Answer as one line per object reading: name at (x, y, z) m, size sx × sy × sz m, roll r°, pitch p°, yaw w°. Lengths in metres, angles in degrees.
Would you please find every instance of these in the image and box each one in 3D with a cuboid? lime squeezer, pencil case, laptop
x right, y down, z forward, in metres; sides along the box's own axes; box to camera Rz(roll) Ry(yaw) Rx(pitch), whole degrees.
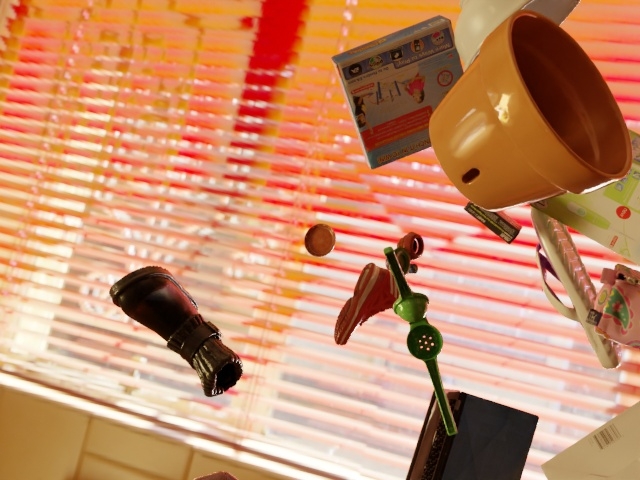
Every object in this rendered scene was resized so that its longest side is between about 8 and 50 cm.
lime squeezer at (0.141, 0.134, 1.220) m, size 0.059 × 0.310 × 0.110 m, roll -12°, pitch 19°, yaw 23°
pencil case at (0.560, 0.124, 1.238) m, size 0.284 × 0.124 × 0.124 m, roll 18°, pitch -6°, yaw 20°
laptop at (0.425, 0.642, 2.324) m, size 0.236 × 0.382 × 0.408 m, roll 16°, pitch -5°, yaw 26°

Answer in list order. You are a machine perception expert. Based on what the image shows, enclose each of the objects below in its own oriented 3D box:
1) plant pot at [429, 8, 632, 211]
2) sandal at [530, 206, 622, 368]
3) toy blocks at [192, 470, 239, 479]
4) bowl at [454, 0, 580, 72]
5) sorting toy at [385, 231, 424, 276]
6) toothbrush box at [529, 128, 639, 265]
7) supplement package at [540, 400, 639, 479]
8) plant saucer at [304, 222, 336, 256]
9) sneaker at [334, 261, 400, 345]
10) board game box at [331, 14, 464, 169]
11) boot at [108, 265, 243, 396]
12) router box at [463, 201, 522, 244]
plant pot at (0.309, -0.175, 1.260) m, size 0.291 × 0.291 × 0.203 m, roll 19°, pitch -38°, yaw -35°
sandal at (0.539, 0.107, 1.800) m, size 0.102 × 0.416 × 0.169 m, roll -26°, pitch 2°, yaw 26°
toy blocks at (-0.227, 0.438, 0.912) m, size 0.260 × 0.309 × 0.288 m, roll 19°, pitch 35°, yaw -18°
bowl at (0.372, -0.463, 1.614) m, size 0.134 × 0.298 × 0.298 m, roll 55°, pitch 0°, yaw 12°
sorting toy at (0.133, 0.028, 1.351) m, size 0.042 × 0.061 × 0.102 m, roll -1°, pitch 29°, yaw 42°
toothbrush box at (0.593, -0.111, 1.660) m, size 0.283 × 0.122 × 0.206 m, roll 32°, pitch -45°, yaw 20°
supplement package at (0.567, 0.435, 1.444) m, size 0.145 × 0.262 × 0.204 m, roll 44°, pitch 15°, yaw -30°
plant saucer at (0.000, 0.000, 1.987) m, size 0.083 × 0.083 × 0.013 m, roll 10°, pitch -6°, yaw 26°
sneaker at (0.128, 0.172, 1.963) m, size 0.128 × 0.221 × 0.087 m, roll 22°, pitch 17°, yaw -17°
board game box at (0.220, -0.380, 2.108) m, size 0.308 × 0.302 × 0.086 m, roll -21°, pitch 27°, yaw -1°
boot at (-0.314, 0.210, 1.854) m, size 0.260 × 0.131 × 0.348 m, roll 53°, pitch 5°, yaw 26°
router box at (0.362, -0.047, 1.706) m, size 0.122 × 0.038 × 0.092 m, roll 39°, pitch 17°, yaw 9°
